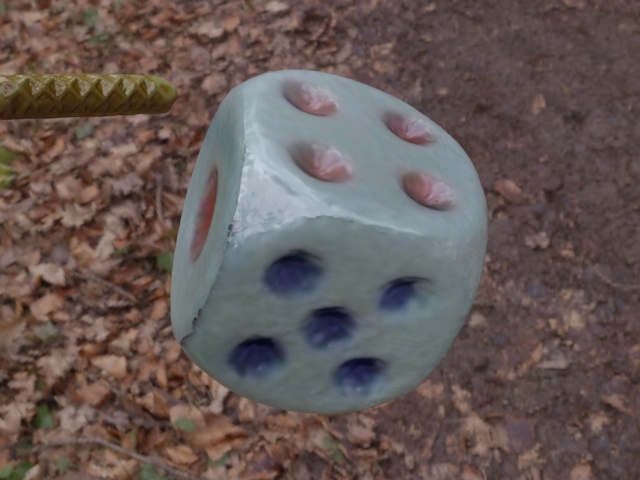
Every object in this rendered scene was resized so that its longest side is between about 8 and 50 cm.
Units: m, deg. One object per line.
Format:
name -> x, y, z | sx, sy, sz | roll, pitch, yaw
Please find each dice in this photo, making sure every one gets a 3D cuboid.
dice -> 0.000, 0.000, 0.984 | 0.262, 0.265, 0.268 | 13, 36, -18

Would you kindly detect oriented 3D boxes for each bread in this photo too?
bread -> -0.406, -0.245, 1.597 | 0.367, 0.077, 0.084 | -7, 16, -40
